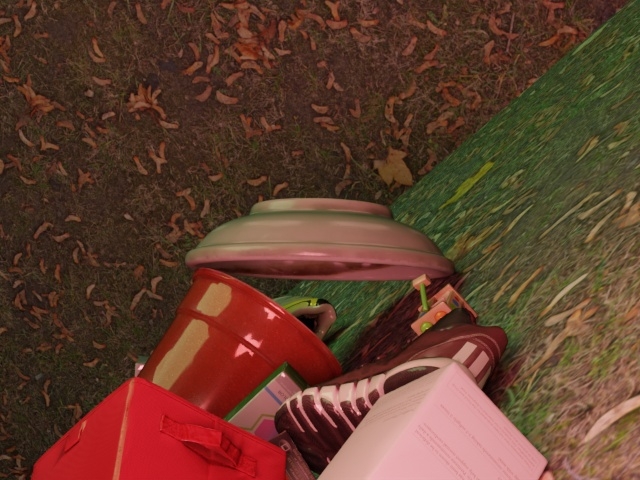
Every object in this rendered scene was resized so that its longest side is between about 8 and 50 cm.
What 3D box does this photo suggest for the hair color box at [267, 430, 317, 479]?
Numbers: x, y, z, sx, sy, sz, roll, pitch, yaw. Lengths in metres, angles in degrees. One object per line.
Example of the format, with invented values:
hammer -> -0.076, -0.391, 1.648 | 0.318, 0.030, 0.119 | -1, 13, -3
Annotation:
hair color box -> -0.078, 0.283, 1.020 | 0.167, 0.093, 0.053 | -41, -13, 28

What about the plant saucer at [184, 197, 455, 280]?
plant saucer -> 0.000, 0.000, 1.454 | 0.400, 0.100, 0.400 | 1, -6, 0

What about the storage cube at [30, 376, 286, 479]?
storage cube -> -0.158, 0.276, 0.881 | 0.215, 0.184, 0.193 | -40, 31, 31

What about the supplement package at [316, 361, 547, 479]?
supplement package -> 0.056, 0.191, 0.673 | 0.179, 0.105, 0.105 | -45, 5, -38

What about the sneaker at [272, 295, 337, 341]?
sneaker -> -0.111, 0.223, 1.728 | 0.147, 0.145, 0.384 | -22, 24, 48

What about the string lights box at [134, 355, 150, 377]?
string lights box -> -0.273, 0.326, 1.594 | 0.133, 0.077, 0.259 | 168, 107, -82

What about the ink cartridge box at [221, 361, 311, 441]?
ink cartridge box -> -0.083, 0.264, 1.221 | 0.209, 0.109, 0.062 | -43, 3, 5

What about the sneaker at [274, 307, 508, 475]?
sneaker -> 0.084, 0.150, 0.987 | 0.281, 0.106, 0.162 | -25, 9, 48

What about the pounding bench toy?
pounding bench toy -> 0.135, 0.084, 1.143 | 0.052, 0.083, 0.065 | -41, 4, 24

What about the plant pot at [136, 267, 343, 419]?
plant pot -> -0.152, 0.227, 1.402 | 0.265, 0.272, 0.272 | -54, 7, -19
